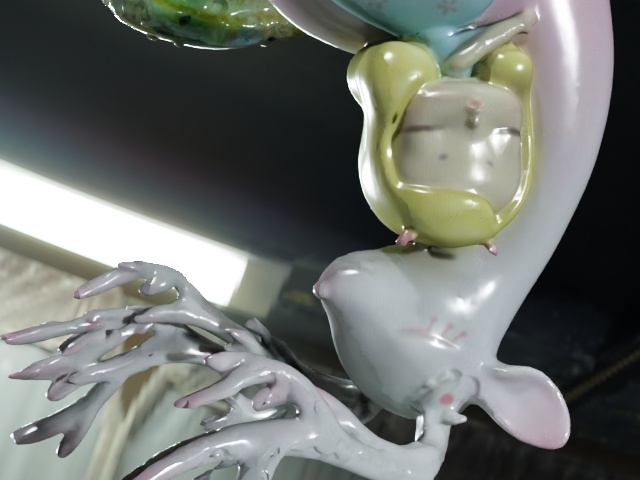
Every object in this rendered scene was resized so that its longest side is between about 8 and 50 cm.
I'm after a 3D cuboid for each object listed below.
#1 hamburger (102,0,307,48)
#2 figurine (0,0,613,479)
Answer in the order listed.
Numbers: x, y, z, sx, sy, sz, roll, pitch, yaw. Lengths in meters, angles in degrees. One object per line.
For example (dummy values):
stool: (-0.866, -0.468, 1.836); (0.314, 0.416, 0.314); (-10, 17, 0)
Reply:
hamburger: (-0.028, -0.224, 1.027); (0.288, 0.192, 0.167); (-1, -22, -20)
figurine: (-0.002, 0.000, 0.805); (0.284, 0.315, 0.206); (0, -1, -28)
